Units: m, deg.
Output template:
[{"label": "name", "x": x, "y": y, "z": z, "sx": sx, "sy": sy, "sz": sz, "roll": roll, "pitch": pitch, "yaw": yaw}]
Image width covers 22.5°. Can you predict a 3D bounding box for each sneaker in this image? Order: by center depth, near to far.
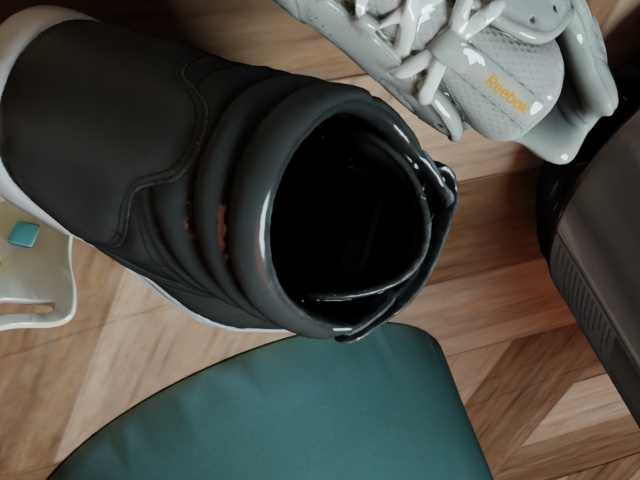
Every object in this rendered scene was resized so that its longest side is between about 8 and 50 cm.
[{"label": "sneaker", "x": 0.032, "y": -0.096, "z": 0.558, "sx": 0.099, "sy": 0.121, "sz": 0.262, "roll": -41, "pitch": 151, "yaw": 26}, {"label": "sneaker", "x": 0.000, "y": 0.000, "z": 0.653, "sx": 0.296, "sy": 0.147, "sz": 0.104, "roll": 28, "pitch": 86, "yaw": -58}]

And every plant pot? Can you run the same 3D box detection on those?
[{"label": "plant pot", "x": -0.004, "y": 0.229, "z": 1.000, "sx": 0.293, "sy": 0.235, "sz": 0.293, "roll": -21, "pitch": 153, "yaw": -11}]

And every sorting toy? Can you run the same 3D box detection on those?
[{"label": "sorting toy", "x": -0.133, "y": 0.004, "z": 0.641, "sx": 0.083, "sy": 0.075, "sz": 0.045, "roll": -6, "pitch": 147, "yaw": -36}]

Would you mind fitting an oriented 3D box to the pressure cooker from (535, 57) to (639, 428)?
[{"label": "pressure cooker", "x": 0.351, "y": 0.067, "z": 0.821, "sx": 0.370, "sy": 0.420, "sz": 0.375, "roll": 4, "pitch": 140, "yaw": -46}]
